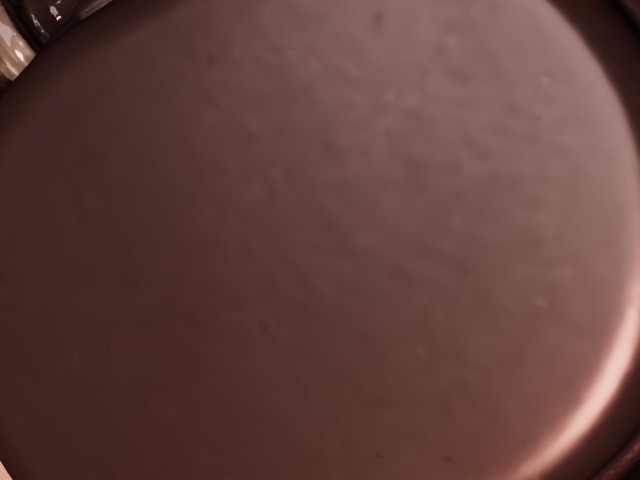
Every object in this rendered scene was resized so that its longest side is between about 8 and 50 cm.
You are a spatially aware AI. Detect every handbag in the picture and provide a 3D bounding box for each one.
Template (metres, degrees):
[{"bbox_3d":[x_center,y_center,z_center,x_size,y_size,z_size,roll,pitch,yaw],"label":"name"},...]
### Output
[{"bbox_3d":[0.000,0.000,0.614,0.308,0.093,0.254,-27,83,24],"label":"handbag"}]

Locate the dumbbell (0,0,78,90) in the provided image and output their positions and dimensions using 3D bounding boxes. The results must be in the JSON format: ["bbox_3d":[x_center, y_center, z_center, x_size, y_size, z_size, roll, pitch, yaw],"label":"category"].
[{"bbox_3d":[-0.074,-0.120,0.687,0.254,0.081,0.081,-34,71,23],"label":"dumbbell"}]
